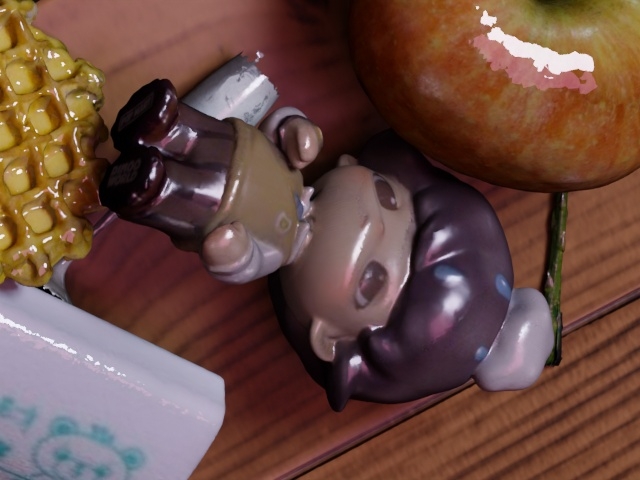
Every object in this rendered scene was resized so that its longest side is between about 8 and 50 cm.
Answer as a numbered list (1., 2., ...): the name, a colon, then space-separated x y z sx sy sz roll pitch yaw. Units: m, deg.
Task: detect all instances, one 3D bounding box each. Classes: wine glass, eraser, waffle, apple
1. wine glass: -0.136 -0.056 1.372 0.262 0.074 0.074 -44 113 -3
2. eraser: -0.246 0.130 1.354 0.290 0.104 0.189 27 115 -22
3. waffle: -0.279 -0.085 1.271 0.253 0.056 0.249 12 68 -26
4. apple: 0.155 -0.174 1.336 0.309 0.250 0.277 47 71 -4

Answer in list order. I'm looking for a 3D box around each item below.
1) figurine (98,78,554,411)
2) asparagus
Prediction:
1. figurine: 0.011 -0.013 1.328 0.206 0.218 0.365 -29 135 23
2. asparagus: 0.216 0.007 1.526 0.022 0.023 0.233 -25 120 -58
